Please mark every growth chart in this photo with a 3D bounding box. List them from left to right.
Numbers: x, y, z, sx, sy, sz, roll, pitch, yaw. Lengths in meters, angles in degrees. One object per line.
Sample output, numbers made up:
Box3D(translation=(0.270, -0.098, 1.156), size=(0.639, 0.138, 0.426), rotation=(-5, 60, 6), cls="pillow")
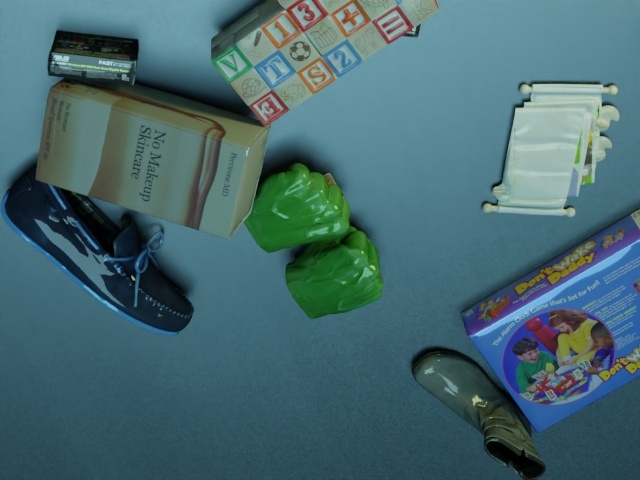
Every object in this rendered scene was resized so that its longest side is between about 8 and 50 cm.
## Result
Box3D(translation=(0.358, -0.136, 2.059), size=(0.172, 0.021, 0.237), rotation=(8, 116, -9), cls="growth chart")

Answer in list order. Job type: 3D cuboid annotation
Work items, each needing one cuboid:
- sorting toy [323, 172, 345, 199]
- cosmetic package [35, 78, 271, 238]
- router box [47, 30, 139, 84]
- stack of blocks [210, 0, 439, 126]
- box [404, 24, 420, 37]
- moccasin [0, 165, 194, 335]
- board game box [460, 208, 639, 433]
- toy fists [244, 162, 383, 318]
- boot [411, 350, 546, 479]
Box3D(translation=(-0.009, -0.062, 2.073), size=(0.083, 0.012, 0.062), rotation=(-27, 116, 9), cls="sorting toy")
Box3D(translation=(-0.238, -0.126, 1.911), size=(0.296, 0.129, 0.153), rotation=(16, 113, 7), cls="cosmetic package")
Box3D(translation=(-0.320, -0.259, 1.902), size=(0.123, 0.092, 0.038), rotation=(5, 117, -7), cls="router box")
Box3D(translation=(-0.009, -0.314, 1.853), size=(0.297, 0.087, 0.171), rotation=(-33, 117, 15), cls="stack of blocks")
Box3D(translation=(0.062, -0.388, 1.893), size=(0.191, 0.045, 0.184), rotation=(5, 120, -7), cls="box")
Box3D(translation=(-0.318, 0.016, 2.022), size=(0.342, 0.137, 0.117), rotation=(37, 104, -22), cls="moccasin")
Box3D(translation=(0.438, 0.131, 2.172), size=(0.347, 0.078, 0.233), rotation=(-31, 115, 11), cls="board game box")
Box3D(translation=(0.000, 0.000, 2.049), size=(0.142, 0.096, 0.279), rotation=(-16, 125, 24), cls="toy fists")
Box3D(translation=(0.265, 0.285, 2.191), size=(0.246, 0.161, 0.083), rotation=(33, 110, -19), cls="boot")
